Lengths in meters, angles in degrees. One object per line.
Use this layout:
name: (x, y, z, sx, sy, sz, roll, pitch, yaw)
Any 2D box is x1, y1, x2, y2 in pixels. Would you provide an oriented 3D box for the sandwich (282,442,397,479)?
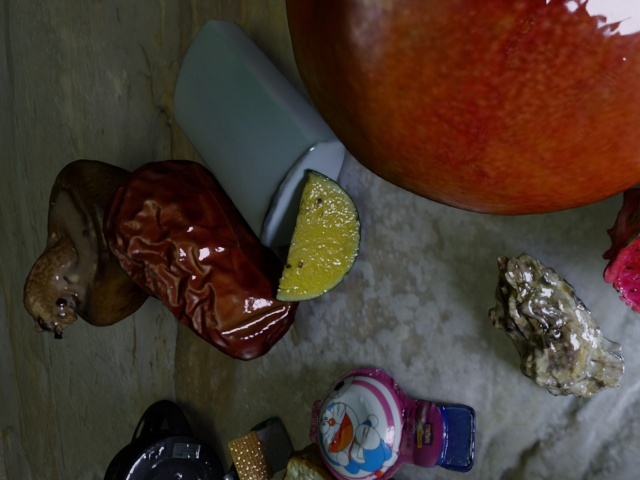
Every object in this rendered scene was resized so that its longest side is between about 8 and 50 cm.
sandwich: (0.065, 0.440, 0.777, 0.301, 0.099, 0.271, 16, 104, 46)

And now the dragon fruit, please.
dragon fruit: (0.292, -0.023, 0.436, 0.153, 0.153, 0.111, -52, 24, 40)

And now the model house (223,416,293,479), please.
model house: (-0.115, 0.361, 0.945, 0.100, 0.100, 0.088, -41, 69, 44)

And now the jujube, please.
jujube: (-0.176, 0.025, 0.848, 0.342, 0.216, 0.216, 47, 129, 19)

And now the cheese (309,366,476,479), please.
cheese: (0.081, 0.241, 0.725, 0.244, 0.062, 0.155, -6, 68, 38)

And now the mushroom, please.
mushroom: (-0.456, 0.007, 1.108, 0.345, 0.259, 0.346, 13, 109, 44)

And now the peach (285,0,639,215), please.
peach: (0.129, -0.162, 0.402, 0.307, 0.332, 0.308, -7, 82, 54)

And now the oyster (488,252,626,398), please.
oyster: (0.218, 0.086, 0.568, 0.166, 0.053, 0.108, 61, 145, 8)

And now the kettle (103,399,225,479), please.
kettle: (-0.337, 0.468, 1.164, 0.290, 0.207, 0.269, -20, 55, 56)

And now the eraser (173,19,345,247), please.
eraser: (-0.101, -0.155, 0.810, 0.290, 0.104, 0.189, 53, 136, 25)

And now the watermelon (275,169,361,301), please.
watermelon: (0.010, 0.004, 0.744, 0.075, 0.092, 0.182, 25, 109, 25)
